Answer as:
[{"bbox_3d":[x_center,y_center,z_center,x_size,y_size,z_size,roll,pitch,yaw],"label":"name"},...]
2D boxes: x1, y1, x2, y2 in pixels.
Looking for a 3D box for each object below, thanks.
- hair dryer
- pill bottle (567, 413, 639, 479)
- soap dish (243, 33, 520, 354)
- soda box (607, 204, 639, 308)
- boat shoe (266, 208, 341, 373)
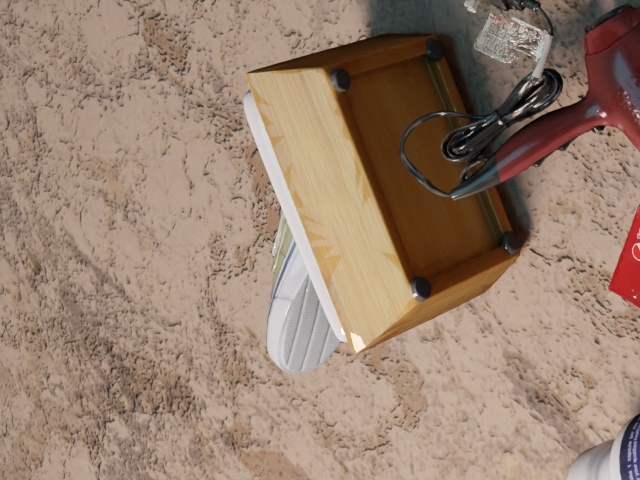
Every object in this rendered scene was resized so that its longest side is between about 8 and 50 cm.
[{"bbox_3d":[0.238,-0.115,1.659,0.293,0.080,0.224,23,107,16],"label":"hair dryer"},{"bbox_3d":[0.362,0.213,1.647,0.264,0.153,0.153,-30,84,44],"label":"pill bottle"},{"bbox_3d":[0.067,-0.059,1.767,0.118,0.229,0.291,-21,90,42],"label":"soap dish"},{"bbox_3d":[0.354,-0.006,1.496,0.092,0.263,0.083,34,124,29],"label":"soda box"},{"bbox_3d":[0.000,0.000,1.956,0.094,0.109,0.302,43,124,46],"label":"boat shoe"}]
